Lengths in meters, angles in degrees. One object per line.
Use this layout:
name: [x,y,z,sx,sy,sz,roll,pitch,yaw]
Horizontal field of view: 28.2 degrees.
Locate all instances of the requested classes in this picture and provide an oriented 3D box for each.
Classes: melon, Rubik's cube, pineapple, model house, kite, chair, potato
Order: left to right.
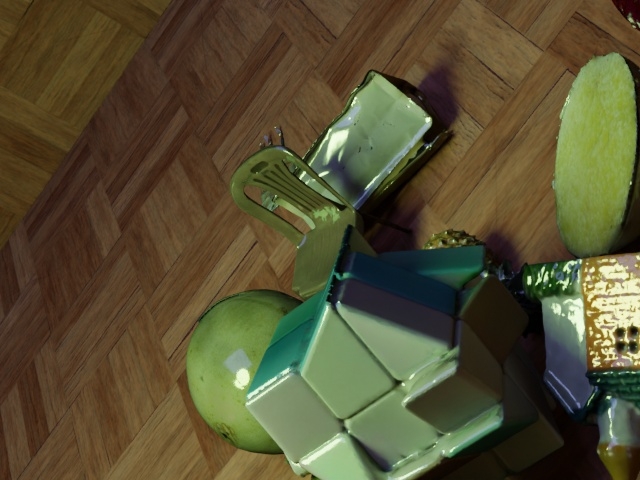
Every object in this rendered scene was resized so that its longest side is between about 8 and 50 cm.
melon: [-0.096,0.221,2.176,0.268,0.268,0.330,-56,25,8]
kite: [-0.093,-0.158,2.734,0.127,0.016,0.229,-39,40,27]
chair: [0.000,0.000,2.159,0.176,0.326,0.183,-34,40,40]
Rubik's cube: [0.103,0.187,1.669,0.358,0.368,0.387,-36,12,21]
pineapple: [0.255,0.067,1.945,0.125,0.125,0.251,-58,37,5]
potato: [0.429,-0.114,1.825,0.239,0.116,0.299,169,108,-67]
model house: [0.403,0.160,1.617,0.271,0.190,0.300,-7,75,44]

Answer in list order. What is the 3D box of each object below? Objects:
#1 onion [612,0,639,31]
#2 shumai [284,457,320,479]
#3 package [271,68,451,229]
onion: [0.517,-0.418,1.848,0.252,0.219,0.252,-25,51,34]
shumai: [0.030,0.324,1.965,0.189,0.218,0.255,-21,52,40]
package: [0.091,-0.136,2.345,0.165,0.221,0.311,45,105,17]
